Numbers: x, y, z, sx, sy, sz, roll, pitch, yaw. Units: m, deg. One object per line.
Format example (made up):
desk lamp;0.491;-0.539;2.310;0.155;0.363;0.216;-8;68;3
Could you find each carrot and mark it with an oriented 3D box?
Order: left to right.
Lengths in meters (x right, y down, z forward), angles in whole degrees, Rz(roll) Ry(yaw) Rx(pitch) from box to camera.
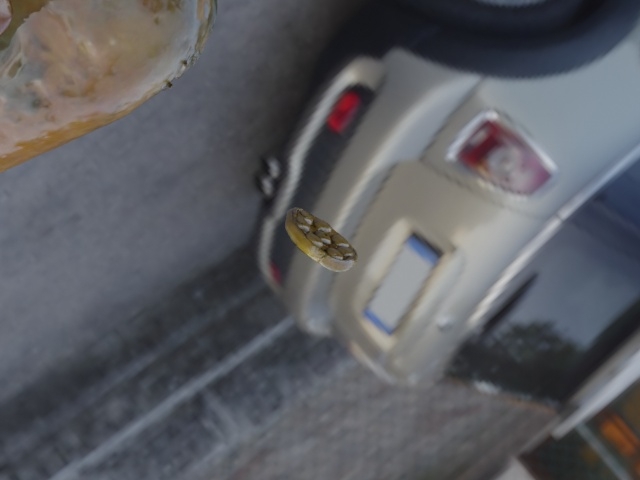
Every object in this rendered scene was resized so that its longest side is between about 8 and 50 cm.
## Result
carrot;-0.261;-0.177;1.150;0.340;0.224;0.224;-26;167;5

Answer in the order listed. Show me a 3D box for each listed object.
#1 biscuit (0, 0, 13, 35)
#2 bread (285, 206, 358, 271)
biscuit;-0.343;-0.134;0.719;0.318;0.312;0.110;-33;174;-26
bread;0.000;0.000;1.650;0.024;0.110;0.110;-52;164;15
